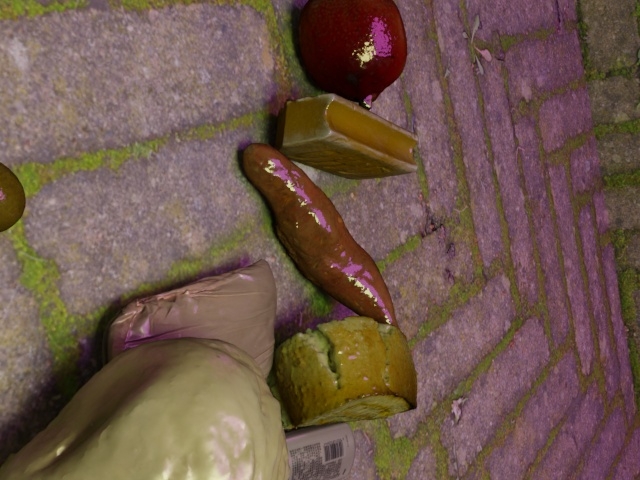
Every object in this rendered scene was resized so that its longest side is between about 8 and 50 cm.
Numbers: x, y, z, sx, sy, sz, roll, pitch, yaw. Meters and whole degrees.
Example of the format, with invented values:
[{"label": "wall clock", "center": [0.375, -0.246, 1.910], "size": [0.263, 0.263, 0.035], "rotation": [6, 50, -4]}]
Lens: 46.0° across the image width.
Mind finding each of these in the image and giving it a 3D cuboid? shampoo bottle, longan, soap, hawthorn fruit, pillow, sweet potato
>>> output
[{"label": "shampoo bottle", "center": [-0.036, 0.308, 1.041], "size": [0.227, 0.056, 0.086], "rotation": [3, 90, -53]}, {"label": "longan", "center": [-0.313, -0.045, 0.705], "size": [0.075, 0.075, 0.083], "rotation": [60, 2, -30]}, {"label": "soap", "center": [0.029, -0.148, 1.108], "size": [0.232, 0.140, 0.073], "rotation": [12, 76, -52]}, {"label": "hawthorn fruit", "center": [0.048, -0.288, 1.144], "size": [0.169, 0.169, 0.188], "rotation": [-4, 93, -53]}, {"label": "pillow", "center": [-0.145, 0.132, 0.905], "size": [0.270, 0.067, 0.173], "rotation": [-16, 104, -51]}, {"label": "sweet potato", "center": [-0.002, 0.000, 1.093], "size": [0.095, 0.106, 0.355], "rotation": [-40, 108, -8]}]

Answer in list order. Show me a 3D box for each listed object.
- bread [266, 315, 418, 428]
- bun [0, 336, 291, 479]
[{"label": "bread", "center": [0.036, 0.192, 1.053], "size": [0.257, 0.186, 0.124], "rotation": [21, 53, -55]}, {"label": "bun", "center": [-0.142, 0.275, 0.735], "size": [0.361, 0.213, 0.361], "rotation": [-24, 124, -42]}]
